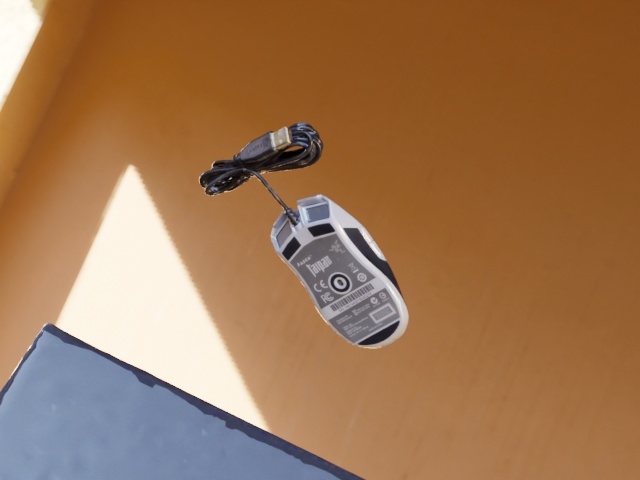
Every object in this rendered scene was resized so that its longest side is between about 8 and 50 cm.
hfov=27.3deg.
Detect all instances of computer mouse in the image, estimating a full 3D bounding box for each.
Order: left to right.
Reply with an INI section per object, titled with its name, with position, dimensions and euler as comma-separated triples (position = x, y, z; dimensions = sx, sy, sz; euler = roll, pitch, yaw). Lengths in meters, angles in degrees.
[computer mouse]
position = 0.000, 0.000, 1.020
dimensions = 0.193, 0.106, 0.042
euler = 54, 29, -11

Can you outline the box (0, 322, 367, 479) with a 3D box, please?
[box]
position = -0.054, 0.226, 0.736
dimensions = 0.294, 0.182, 0.296
euler = 24, -25, 8
